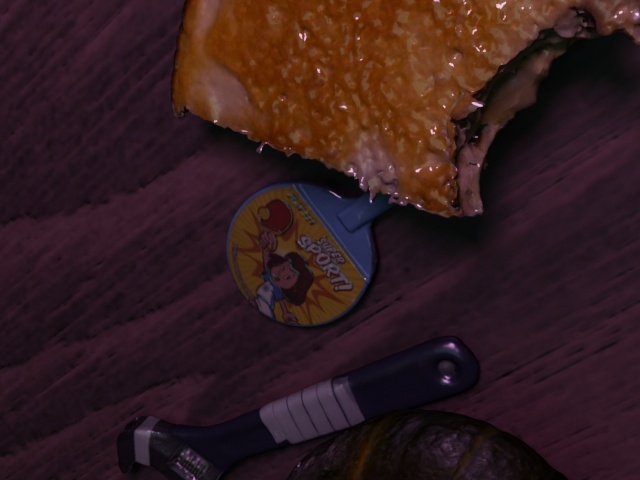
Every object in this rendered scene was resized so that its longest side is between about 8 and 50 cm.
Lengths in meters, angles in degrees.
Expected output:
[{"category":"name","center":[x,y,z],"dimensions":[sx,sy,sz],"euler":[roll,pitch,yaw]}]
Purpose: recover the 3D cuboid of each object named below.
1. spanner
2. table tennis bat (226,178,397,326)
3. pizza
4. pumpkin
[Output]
[{"category":"spanner","center":[-0.024,0.134,0.713],"dimensions":[0.316,0.024,0.087],"euler":[-24,101,30]},{"category":"table tennis bat","center":[0.000,0.000,0.645],"dimensions":[0.155,0.019,0.100],"euler":[-33,94,34]},{"category":"pizza","center":[0.055,-0.139,0.520],"dimensions":[0.223,0.089,0.323],"euler":[47,124,8]},{"category":"pumpkin","center":[0.069,0.214,0.622],"dimensions":[0.223,0.157,0.224],"euler":[7,104,28]}]
